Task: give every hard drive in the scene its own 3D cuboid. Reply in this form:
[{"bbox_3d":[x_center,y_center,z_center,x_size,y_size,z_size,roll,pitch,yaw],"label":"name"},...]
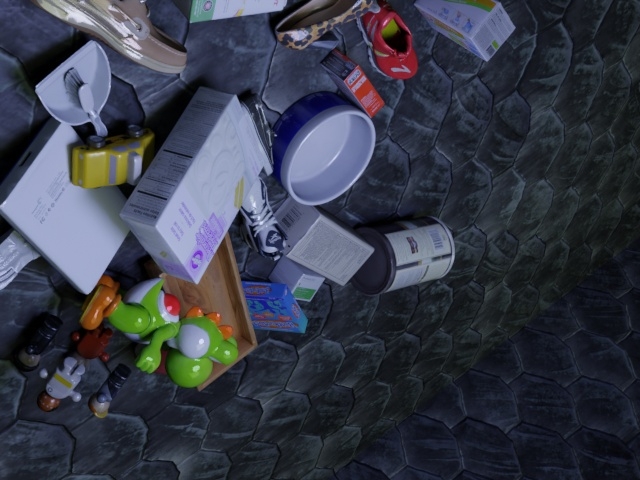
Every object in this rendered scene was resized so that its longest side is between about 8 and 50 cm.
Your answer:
[{"bbox_3d":[-0.489,-0.062,1.559,0.210,0.040,0.319,-63,153,-25],"label":"hard drive"}]

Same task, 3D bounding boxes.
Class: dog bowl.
[{"bbox_3d":[0.000,-0.221,1.925,0.265,0.104,0.265,-28,143,-24],"label":"dog bowl"}]

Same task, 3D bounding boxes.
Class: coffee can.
[{"bbox_3d":[0.234,0.042,2.355,0.275,0.201,0.202,-11,133,-40],"label":"coffee can"}]

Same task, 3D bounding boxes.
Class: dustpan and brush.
[{"bbox_3d":[-0.432,-0.251,1.471,0.147,0.060,0.211,-48,169,-20],"label":"dustpan and brush"}]

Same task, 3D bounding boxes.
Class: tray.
[{"bbox_3d":[-0.289,0.168,1.983,0.203,0.076,0.411,-36,136,-28],"label":"tray"}]

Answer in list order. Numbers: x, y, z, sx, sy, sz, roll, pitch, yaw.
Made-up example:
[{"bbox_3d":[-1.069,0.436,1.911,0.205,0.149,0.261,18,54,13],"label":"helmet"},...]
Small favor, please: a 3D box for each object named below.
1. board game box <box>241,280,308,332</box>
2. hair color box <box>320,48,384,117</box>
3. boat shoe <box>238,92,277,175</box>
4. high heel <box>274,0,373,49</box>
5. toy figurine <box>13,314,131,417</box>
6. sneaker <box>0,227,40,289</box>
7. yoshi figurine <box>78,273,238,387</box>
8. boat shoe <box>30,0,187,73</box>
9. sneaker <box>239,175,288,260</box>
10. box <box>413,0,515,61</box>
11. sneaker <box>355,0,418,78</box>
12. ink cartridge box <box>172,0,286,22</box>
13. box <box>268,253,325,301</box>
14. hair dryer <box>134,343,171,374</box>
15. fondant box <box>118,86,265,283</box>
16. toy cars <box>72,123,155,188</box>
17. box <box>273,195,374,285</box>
[{"bbox_3d":[-0.140,0.181,2.156,0.210,0.160,0.047,63,35,-54],"label":"board game box"},{"bbox_3d":[0.077,-0.367,1.864,0.053,0.093,0.167,-48,146,2],"label":"hair color box"},{"bbox_3d":[-0.133,-0.235,1.794,0.070,0.078,0.219,-35,143,-13],"label":"boat shoe"},{"bbox_3d":[0.017,-0.505,1.651,0.186,0.093,0.261,-11,142,-48],"label":"high heel"},{"bbox_3d":[-0.554,0.287,1.780,0.148,0.209,0.213,-50,145,17],"label":"toy figurine"},{"bbox_3d":[-0.597,0.008,1.565,0.235,0.094,0.090,-42,116,-36],"label":"sneaker"},{"bbox_3d":[-0.370,0.227,1.800,0.362,0.204,0.203,26,145,-18],"label":"yoshi figurine"},{"bbox_3d":[-0.345,-0.393,1.370,0.110,0.121,0.341,-53,144,13],"label":"boat shoe"},{"bbox_3d":[-0.135,-0.044,1.923,0.094,0.153,0.235,-26,142,-29],"label":"sneaker"},{"bbox_3d":[0.336,-0.529,1.870,0.103,0.203,0.114,-51,144,7],"label":"box"},{"bbox_3d":[0.170,-0.450,1.852,0.107,0.118,0.279,-46,146,2],"label":"sneaker"},{"bbox_3d":[-0.158,-0.500,1.468,0.212,0.093,0.154,-17,145,-32],"label":"ink cartridge box"},{"bbox_3d":[-0.065,0.103,2.195,0.101,0.102,0.087,14,113,-50],"label":"box"},{"bbox_3d":[-0.374,0.253,2.046,0.223,0.080,0.294,-19,138,-34],"label":"hair dryer"},{"bbox_3d":[-0.251,-0.111,1.636,0.330,0.096,0.238,-62,156,-23],"label":"fondant box"},{"bbox_3d":[-0.347,-0.119,1.634,0.176,0.087,0.393,-57,153,-4],"label":"toy cars"},{"bbox_3d":[0.000,0.000,2.138,0.148,0.121,0.311,-49,146,6],"label":"box"}]
